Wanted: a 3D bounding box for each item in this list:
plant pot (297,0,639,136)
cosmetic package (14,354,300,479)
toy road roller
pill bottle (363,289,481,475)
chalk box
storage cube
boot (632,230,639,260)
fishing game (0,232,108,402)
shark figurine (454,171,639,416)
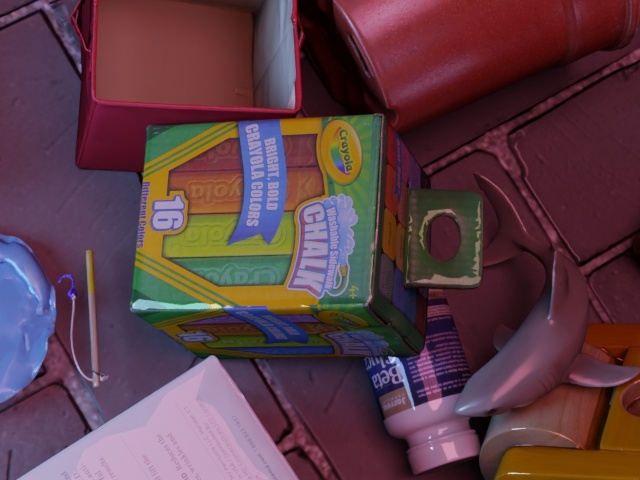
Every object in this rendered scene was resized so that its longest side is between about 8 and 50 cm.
[{"bbox_3d":[0.122,-0.244,1.728,0.265,0.272,0.272,-30,82,-12],"label":"plant pot"},{"bbox_3d":[-0.220,0.275,1.506,0.385,0.217,0.156,-34,83,-18],"label":"cosmetic package"},{"bbox_3d":[0.331,0.226,1.665,0.329,0.241,0.202,2,40,22],"label":"toy road roller"},{"bbox_3d":[0.095,0.132,1.684,0.094,0.094,0.169,-14,77,-17],"label":"pill bottle"},{"bbox_3d":[0.000,0.000,1.595,0.289,0.179,0.180,-3,71,18],"label":"chalk box"},{"bbox_3d":[-0.131,-0.177,1.672,0.215,0.193,0.184,2,73,-12],"label":"storage cube"},{"bbox_3d":[0.478,0.016,1.816,0.283,0.109,0.220,41,65,9],"label":"boot"},{"bbox_3d":[-0.334,0.072,1.633,0.264,0.041,0.189,-7,68,-9],"label":"fishing game"},{"bbox_3d":[0.209,0.041,1.653,0.166,0.116,0.278,-4,39,10],"label":"shark figurine"}]
